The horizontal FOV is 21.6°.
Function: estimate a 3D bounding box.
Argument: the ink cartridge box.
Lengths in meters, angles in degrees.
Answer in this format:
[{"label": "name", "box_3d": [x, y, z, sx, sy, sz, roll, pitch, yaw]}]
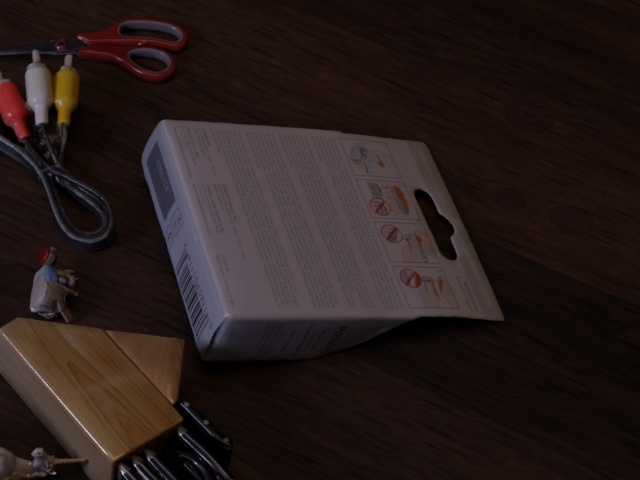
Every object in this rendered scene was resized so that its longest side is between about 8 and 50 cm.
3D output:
[{"label": "ink cartridge box", "box_3d": [0.000, 0.000, 2.041, 0.385, 0.091, 0.308, 3, 48, -30]}]

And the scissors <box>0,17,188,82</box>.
[{"label": "scissors", "box_3d": [-0.325, -0.262, 2.216, 0.297, 0.021, 0.109, 5, 53, -5]}]

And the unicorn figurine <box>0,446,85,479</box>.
[{"label": "unicorn figurine", "box_3d": [-0.349, 0.245, 1.762, 0.162, 0.111, 0.060, -45, 33, -13]}]

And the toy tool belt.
[{"label": "toy tool belt", "box_3d": [-0.306, 0.053, 1.948, 0.051, 0.052, 0.083, 27, 47, -29]}]

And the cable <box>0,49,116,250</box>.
[{"label": "cable", "box_3d": [-0.340, -0.110, 2.053, 0.139, 0.072, 0.287, -13, 55, -13]}]

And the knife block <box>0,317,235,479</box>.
[{"label": "knife block", "box_3d": [-0.226, 0.216, 1.797, 0.275, 0.088, 0.242, 8, 50, -4]}]
